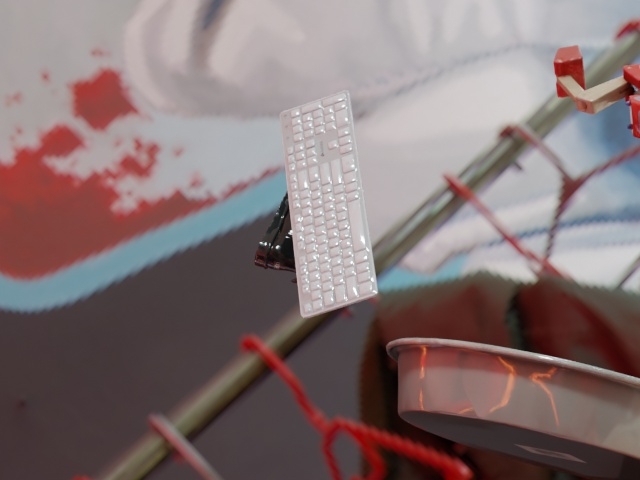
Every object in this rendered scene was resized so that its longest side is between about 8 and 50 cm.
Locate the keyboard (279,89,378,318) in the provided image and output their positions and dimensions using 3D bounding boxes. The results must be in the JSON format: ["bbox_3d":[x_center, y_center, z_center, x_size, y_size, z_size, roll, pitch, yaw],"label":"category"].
[{"bbox_3d":[0.006,-0.038,1.602,0.072,0.256,0.014,-22,-43,17],"label":"keyboard"}]

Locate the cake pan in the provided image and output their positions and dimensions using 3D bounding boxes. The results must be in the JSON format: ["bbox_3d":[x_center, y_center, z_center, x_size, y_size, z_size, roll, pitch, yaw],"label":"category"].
[{"bbox_3d":[0.187,0.140,1.347,0.293,0.293,0.054,75,-151,-78],"label":"cake pan"}]

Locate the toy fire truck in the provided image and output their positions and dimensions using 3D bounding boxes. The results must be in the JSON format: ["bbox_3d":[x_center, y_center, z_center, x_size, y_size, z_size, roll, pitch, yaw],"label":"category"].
[{"bbox_3d":[0.334,-0.166,1.956,0.192,0.135,0.047,-84,-14,-61],"label":"toy fire truck"}]

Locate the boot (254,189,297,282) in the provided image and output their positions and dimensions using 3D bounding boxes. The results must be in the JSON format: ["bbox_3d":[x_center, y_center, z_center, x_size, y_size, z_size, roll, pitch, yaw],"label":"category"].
[{"bbox_3d":[0.000,-0.001,1.697,0.045,0.099,0.121,99,-167,-50],"label":"boot"}]
